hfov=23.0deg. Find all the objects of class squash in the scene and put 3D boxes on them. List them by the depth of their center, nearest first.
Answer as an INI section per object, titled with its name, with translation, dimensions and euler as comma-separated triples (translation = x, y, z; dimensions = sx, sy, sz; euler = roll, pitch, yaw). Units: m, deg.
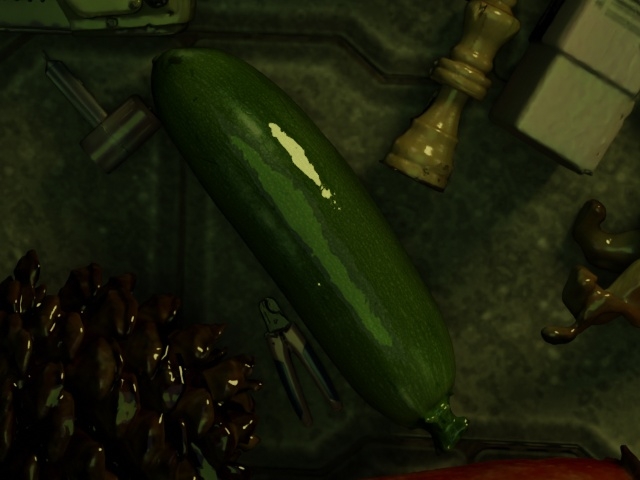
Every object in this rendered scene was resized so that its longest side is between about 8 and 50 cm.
[squash]
translation = 0.000, 0.000, 1.256
dimensions = 0.107, 0.107, 0.395
euler = -35, 93, 6

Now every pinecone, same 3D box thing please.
[pinecone]
translation = -0.176, 0.128, 1.227
dimensions = 0.272, 0.224, 0.224
euler = 8, 97, -22

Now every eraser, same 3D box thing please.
[eraser]
translation = 0.239, -0.195, 1.213
dimensions = 0.086, 0.130, 0.287
euler = 30, 95, -5

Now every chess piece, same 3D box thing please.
[chess piece]
translation = 0.111, -0.126, 1.264
dimensions = 0.060, 0.060, 0.172
euler = 26, 95, -1

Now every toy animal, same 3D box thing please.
[toy animal]
translation = 0.307, -0.035, 1.248
dimensions = 0.157, 0.097, 0.312
euler = 26, 99, -7

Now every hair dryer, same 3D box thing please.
[hair dryer]
translation = -0.189, -0.117, 1.289
dimensions = 0.063, 0.037, 0.114
euler = -42, 86, 4

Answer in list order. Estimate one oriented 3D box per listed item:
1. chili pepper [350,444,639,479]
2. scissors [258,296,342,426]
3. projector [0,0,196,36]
[chili pepper]
translation = 0.089, 0.281, 1.182
dimensions = 0.305, 0.251, 0.229
euler = -6, 93, -19
[scissors]
translation = -0.022, 0.099, 1.314
dimensions = 0.039, 0.012, 0.113
euler = -27, 95, 5
[projector]
translation = -0.232, -0.260, 1.245
dimensions = 0.269, 0.088, 0.194
euler = 3, 99, 2
